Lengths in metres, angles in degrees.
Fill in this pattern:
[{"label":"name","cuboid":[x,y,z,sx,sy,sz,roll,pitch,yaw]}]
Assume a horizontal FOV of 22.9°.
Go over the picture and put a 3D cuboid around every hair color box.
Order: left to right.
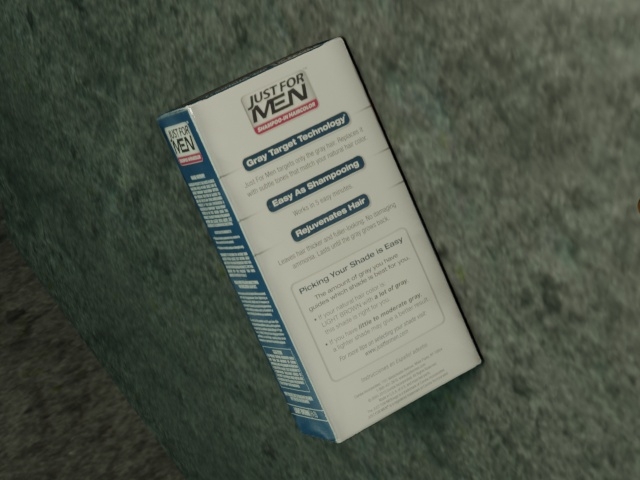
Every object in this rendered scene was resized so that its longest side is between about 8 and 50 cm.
[{"label":"hair color box","cuboid":[0.000,0.000,1.518,0.347,0.174,0.105,66,159,-9]}]

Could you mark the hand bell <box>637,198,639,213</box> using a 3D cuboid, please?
[{"label":"hand bell","cuboid":[0.263,-0.031,1.038,0.126,0.126,0.242,63,171,-1]}]
